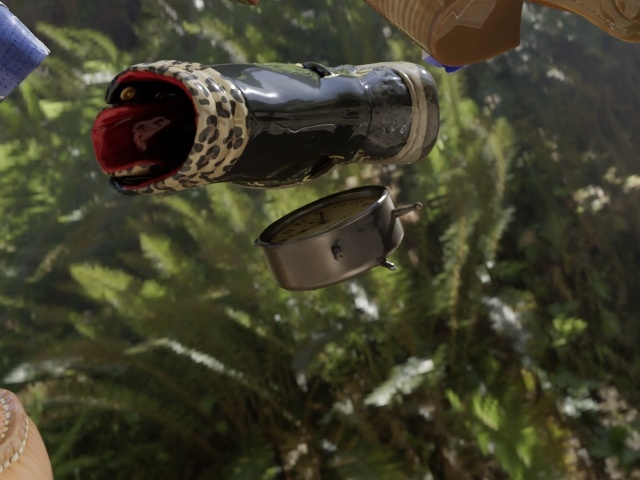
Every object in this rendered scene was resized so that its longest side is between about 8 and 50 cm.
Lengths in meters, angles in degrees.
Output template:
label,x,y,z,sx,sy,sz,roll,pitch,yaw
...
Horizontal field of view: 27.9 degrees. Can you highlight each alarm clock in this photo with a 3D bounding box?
label,x,y,z,sx,sy,sz,roll,pitch,yaw
alarm clock,0.000,0.000,1.201,0.129,0.064,0.192,-31,20,-32

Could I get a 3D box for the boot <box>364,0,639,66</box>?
label,x,y,z,sx,sy,sz,roll,pitch,yaw
boot,0.122,-0.219,0.832,0.283,0.220,0.109,-20,-37,-20

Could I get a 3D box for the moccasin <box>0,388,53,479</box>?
label,x,y,z,sx,sy,sz,roll,pitch,yaw
moccasin,-0.179,0.081,0.300,0.139,0.147,0.380,-18,0,20

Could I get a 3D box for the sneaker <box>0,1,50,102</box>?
label,x,y,z,sx,sy,sz,roll,pitch,yaw
sneaker,-0.416,-0.261,1.264,0.315,0.127,0.182,37,-25,-9

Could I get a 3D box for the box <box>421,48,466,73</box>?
label,x,y,z,sx,sy,sz,roll,pitch,yaw
box,0.130,-0.226,1.211,0.028,0.136,0.081,22,-32,-34

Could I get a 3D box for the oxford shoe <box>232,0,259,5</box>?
label,x,y,z,sx,sy,sz,roll,pitch,yaw
oxford shoe,-0.164,-0.380,1.351,0.348,0.123,0.130,30,-95,-54

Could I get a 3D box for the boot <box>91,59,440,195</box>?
label,x,y,z,sx,sy,sz,roll,pitch,yaw
boot,-0.100,-0.112,1.306,0.284,0.138,0.377,-7,6,-39
